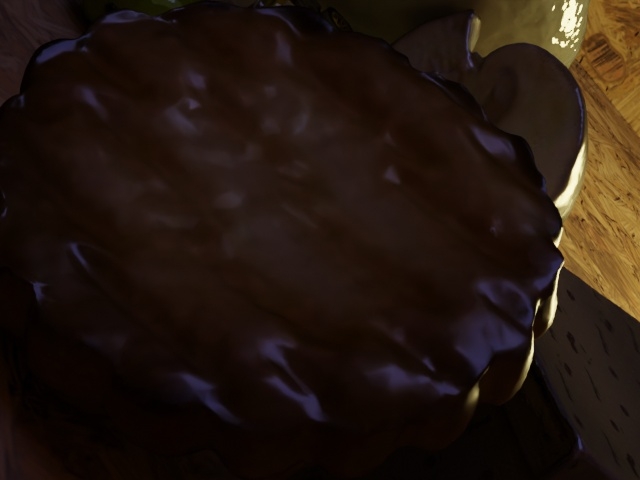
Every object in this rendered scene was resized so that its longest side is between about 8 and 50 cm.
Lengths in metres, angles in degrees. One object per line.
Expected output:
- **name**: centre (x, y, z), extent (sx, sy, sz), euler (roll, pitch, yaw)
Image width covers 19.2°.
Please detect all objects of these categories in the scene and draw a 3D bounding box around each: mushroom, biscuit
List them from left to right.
- **biscuit**: centre (-0.032, 0.001, 1.027), extent (0.326, 0.107, 0.325), euler (8, 47, -8)
- **mushroom**: centre (0.156, -0.066, 1.570), extent (0.162, 0.173, 0.236), euler (41, 40, -57)

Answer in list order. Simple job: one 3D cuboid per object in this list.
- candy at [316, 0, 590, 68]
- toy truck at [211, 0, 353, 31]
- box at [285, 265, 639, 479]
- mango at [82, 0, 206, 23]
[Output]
- **candy**: centre (0.063, -0.261, 1.701), extent (0.386, 0.186, 0.427), euler (27, -17, 3)
- **toy truck**: centre (-0.035, -0.165, 1.601), extent (0.227, 0.098, 0.114), euler (48, 22, -10)
- **box**: centre (0.134, 0.152, 1.188), extent (0.297, 0.190, 0.225), euler (32, 24, -42)
- **mango**: centre (-0.112, -0.161, 1.432), extent (0.165, 0.074, 0.091), euler (27, 26, -53)
